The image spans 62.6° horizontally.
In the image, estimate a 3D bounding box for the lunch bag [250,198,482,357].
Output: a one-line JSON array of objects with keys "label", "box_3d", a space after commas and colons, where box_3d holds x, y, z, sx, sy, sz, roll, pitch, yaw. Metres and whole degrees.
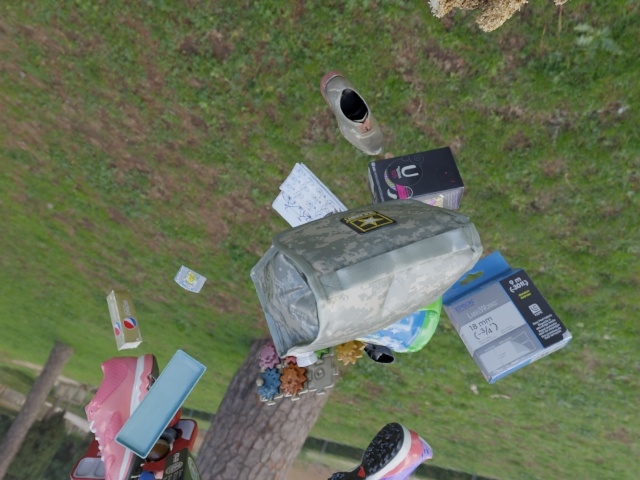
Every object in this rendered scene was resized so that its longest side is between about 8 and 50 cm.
[{"label": "lunch bag", "box_3d": [0.051, 0.045, 0.723, 0.235, 0.168, 0.287, -16, 169, -21]}]

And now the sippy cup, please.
[{"label": "sippy cup", "box_3d": [0.094, 0.112, 1.094, 0.224, 0.240, 0.305, 7, 138, -22]}]

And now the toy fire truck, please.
[{"label": "toy fire truck", "box_3d": [-0.519, 0.596, 1.508, 0.302, 0.254, 0.169, 1, 123, 6]}]

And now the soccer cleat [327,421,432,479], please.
[{"label": "soccer cleat", "box_3d": [0.109, 0.533, 1.147, 0.116, 0.318, 0.108, 34, -165, -23]}]

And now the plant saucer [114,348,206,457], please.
[{"label": "plant saucer", "box_3d": [-0.297, 0.302, 0.984, 0.067, 0.192, 0.018, 38, 157, -11]}]

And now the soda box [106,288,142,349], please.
[{"label": "soda box", "box_3d": [-0.609, 0.243, 1.632, 0.058, 0.181, 0.061, -1, 150, -44]}]

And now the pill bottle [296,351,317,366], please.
[{"label": "pill bottle", "box_3d": [-0.046, 0.226, 1.207, 0.065, 0.065, 0.116, -18, 89, 53]}]

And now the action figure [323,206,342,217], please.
[{"label": "action figure", "box_3d": [0.000, 0.000, 1.736, 0.099, 0.285, 0.185, 32, 139, 49]}]

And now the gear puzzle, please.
[{"label": "gear puzzle", "box_3d": [-0.035, 0.313, 1.364, 0.339, 0.175, 0.044, -20, 142, 28]}]

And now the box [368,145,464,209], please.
[{"label": "box", "box_3d": [0.300, -0.175, 1.688, 0.271, 0.165, 0.143, -12, 153, -1]}]

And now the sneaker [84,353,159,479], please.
[{"label": "sneaker", "box_3d": [-0.440, 0.398, 1.129, 0.136, 0.313, 0.116, 5, 151, -4]}]

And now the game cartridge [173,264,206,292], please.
[{"label": "game cartridge", "box_3d": [-0.376, 0.114, 1.516, 0.083, 0.056, 0.017, 33, 172, -28]}]

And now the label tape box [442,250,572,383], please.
[{"label": "label tape box", "box_3d": [0.495, 0.195, 1.488, 0.241, 0.333, 0.106, -28, 152, 1]}]

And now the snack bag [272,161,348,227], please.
[{"label": "snack bag", "box_3d": [-0.032, -0.096, 1.953, 0.323, 0.037, 0.342, 46, 147, -1]}]

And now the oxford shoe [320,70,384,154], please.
[{"label": "oxford shoe", "box_3d": [0.120, -0.382, 1.702, 0.348, 0.123, 0.130, 44, -170, -41]}]

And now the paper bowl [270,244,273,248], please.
[{"label": "paper bowl", "box_3d": [0.013, 0.047, 1.452, 0.284, 0.148, 0.284, -16, 168, -3]}]

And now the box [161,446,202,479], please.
[{"label": "box", "box_3d": [-0.291, 0.626, 1.184, 0.270, 0.060, 0.216, -169, 58, -79]}]

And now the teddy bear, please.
[{"label": "teddy bear", "box_3d": [0.371, -0.541, 1.049, 0.338, 0.245, 0.113, -8, 163, 38]}]

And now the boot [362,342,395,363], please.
[{"label": "boot", "box_3d": [0.172, 0.349, 1.790, 0.219, 0.082, 0.106, 27, -160, -37]}]
